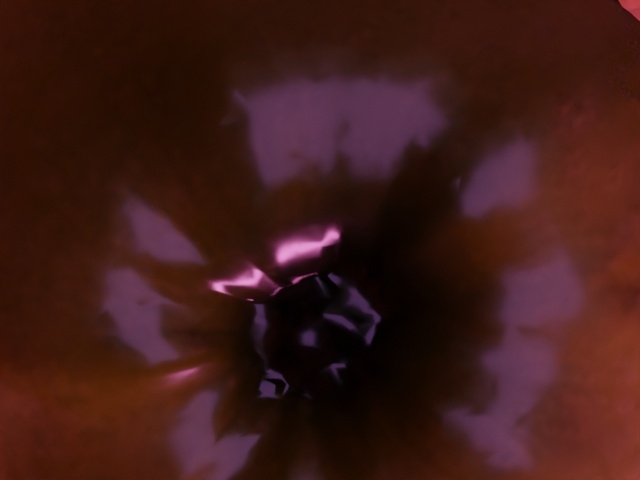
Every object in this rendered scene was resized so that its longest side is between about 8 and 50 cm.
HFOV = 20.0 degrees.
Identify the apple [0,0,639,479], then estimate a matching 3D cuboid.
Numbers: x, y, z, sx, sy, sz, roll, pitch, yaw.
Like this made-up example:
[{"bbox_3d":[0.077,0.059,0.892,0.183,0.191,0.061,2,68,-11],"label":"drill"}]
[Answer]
[{"bbox_3d":[0.000,0.000,0.510,0.279,0.279,0.279,0,96,-4],"label":"apple"}]
